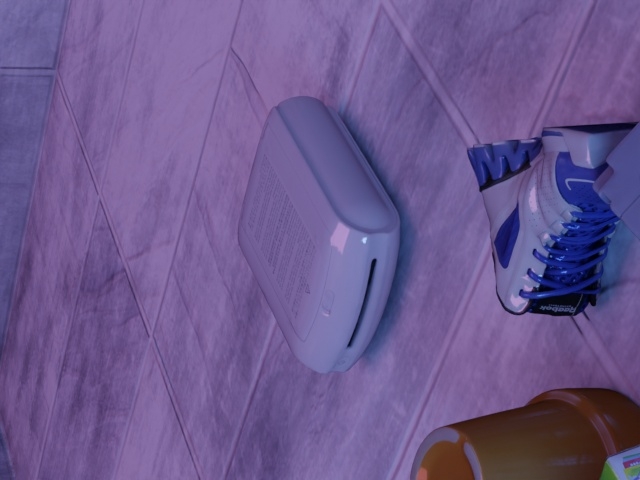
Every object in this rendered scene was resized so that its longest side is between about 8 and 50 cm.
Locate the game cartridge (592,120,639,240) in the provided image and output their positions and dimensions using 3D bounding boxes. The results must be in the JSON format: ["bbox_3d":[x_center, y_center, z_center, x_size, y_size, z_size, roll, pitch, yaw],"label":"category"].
[{"bbox_3d":[0.358,-0.030,1.298,0.198,0.062,0.297,-45,42,10],"label":"game cartridge"}]

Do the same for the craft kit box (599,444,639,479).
[{"bbox_3d":[0.283,0.325,1.318,0.246,0.061,0.250,93,154,-55],"label":"craft kit box"}]

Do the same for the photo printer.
[{"bbox_3d":[0.000,0.000,2.144,0.307,0.107,0.256,-119,36,-45],"label":"photo printer"}]

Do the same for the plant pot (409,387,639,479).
[{"bbox_3d":[0.196,0.242,1.589,0.205,0.188,0.205,-14,74,59],"label":"plant pot"}]

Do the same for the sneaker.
[{"bbox_3d":[0.246,-0.017,1.596,0.315,0.127,0.182,171,93,-73],"label":"sneaker"}]
